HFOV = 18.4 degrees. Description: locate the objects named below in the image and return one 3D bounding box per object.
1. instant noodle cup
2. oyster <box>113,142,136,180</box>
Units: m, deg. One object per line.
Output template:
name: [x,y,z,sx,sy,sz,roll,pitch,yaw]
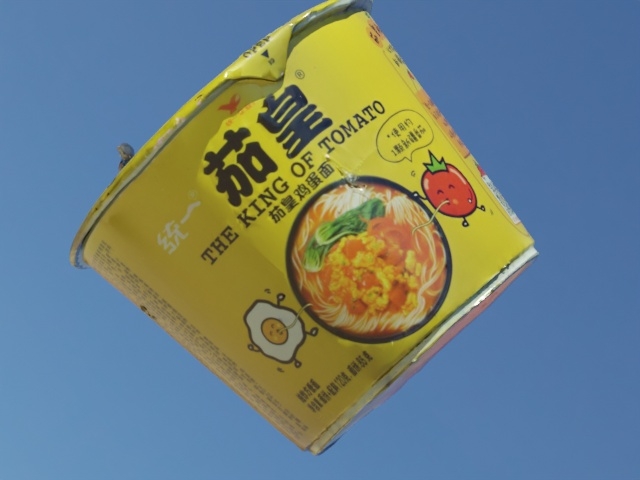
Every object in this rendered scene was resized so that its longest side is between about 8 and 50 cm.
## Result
instant noodle cup: [0.000,0.000,1.567,0.254,0.325,0.325,48,-26,6]
oyster: [-0.166,-0.039,1.944,0.129,0.078,0.345,41,7,-3]
